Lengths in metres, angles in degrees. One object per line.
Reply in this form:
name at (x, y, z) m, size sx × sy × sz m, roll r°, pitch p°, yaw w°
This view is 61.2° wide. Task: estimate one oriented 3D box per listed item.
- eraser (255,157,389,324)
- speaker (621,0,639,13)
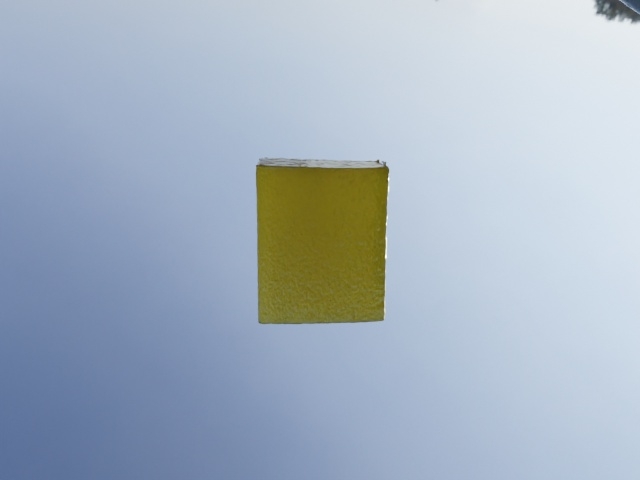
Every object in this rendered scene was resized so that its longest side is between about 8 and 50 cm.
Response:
eraser at (0.000, 0.000, 0.410) m, size 0.097 × 0.122 × 0.045 m, roll -1°, pitch -165°, yaw -2°
speaker at (0.387, -0.313, 0.488) m, size 0.184 × 0.183 × 0.406 m, roll -39°, pitch -114°, yaw 3°
